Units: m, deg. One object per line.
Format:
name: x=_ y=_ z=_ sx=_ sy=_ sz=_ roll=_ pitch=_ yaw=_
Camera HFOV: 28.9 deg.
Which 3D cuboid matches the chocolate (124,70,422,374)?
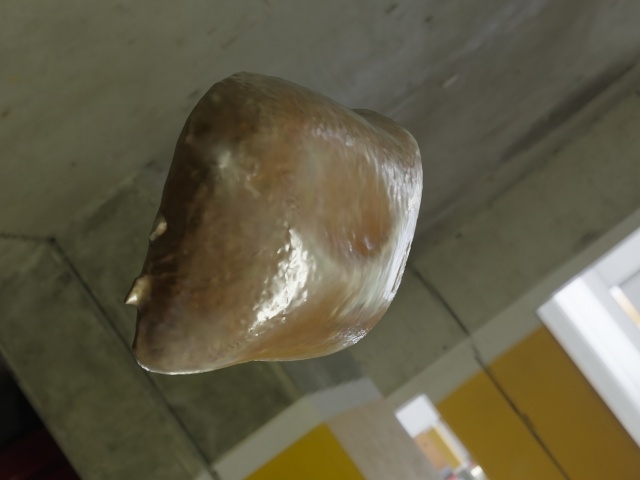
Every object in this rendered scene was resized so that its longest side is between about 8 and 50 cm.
chocolate: x=0.001 y=0.000 z=0.673 sx=0.261 sy=0.083 sz=0.161 roll=-6 pitch=110 yaw=-68
